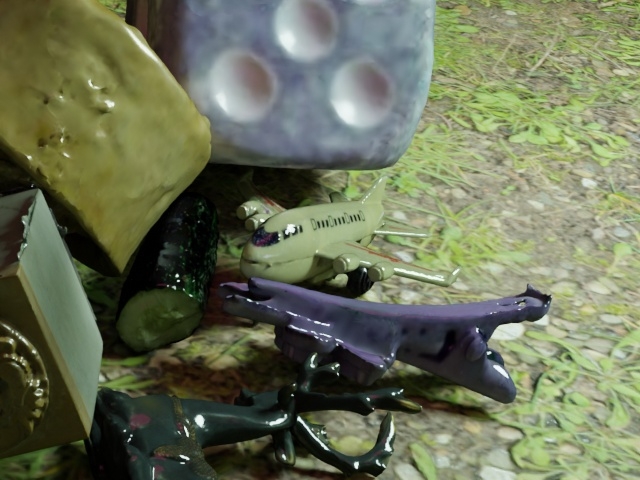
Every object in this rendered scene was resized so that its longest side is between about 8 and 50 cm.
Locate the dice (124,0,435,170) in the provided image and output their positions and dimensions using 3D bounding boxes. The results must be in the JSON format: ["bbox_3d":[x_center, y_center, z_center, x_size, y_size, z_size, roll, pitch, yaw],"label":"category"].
[{"bbox_3d":[-0.050,-0.210,1.281,0.271,0.270,0.270,2,5,-17],"label":"dice"}]

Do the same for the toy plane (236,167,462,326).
[{"bbox_3d":[0.000,0.000,1.160,0.242,0.104,0.256,26,32,22],"label":"toy plane"}]

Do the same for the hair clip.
[{"bbox_3d":[0.054,0.082,1.037,0.279,0.090,0.137,3,14,-10],"label":"hair clip"}]

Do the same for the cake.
[{"bbox_3d":[-0.300,-0.055,1.029,0.332,0.332,0.321,30,73,32],"label":"cake"}]

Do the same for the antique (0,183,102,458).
[{"bbox_3d":[-0.243,0.065,0.867,0.147,0.152,0.148,-14,30,4],"label":"antique"}]

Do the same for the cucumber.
[{"bbox_3d":[-0.127,0.015,1.124,0.074,0.074,0.241,9,27,-2],"label":"cucumber"}]

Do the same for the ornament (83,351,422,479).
[{"bbox_3d":[-0.031,0.155,0.887,0.236,0.080,0.202,-3,27,-24],"label":"ornament"}]
